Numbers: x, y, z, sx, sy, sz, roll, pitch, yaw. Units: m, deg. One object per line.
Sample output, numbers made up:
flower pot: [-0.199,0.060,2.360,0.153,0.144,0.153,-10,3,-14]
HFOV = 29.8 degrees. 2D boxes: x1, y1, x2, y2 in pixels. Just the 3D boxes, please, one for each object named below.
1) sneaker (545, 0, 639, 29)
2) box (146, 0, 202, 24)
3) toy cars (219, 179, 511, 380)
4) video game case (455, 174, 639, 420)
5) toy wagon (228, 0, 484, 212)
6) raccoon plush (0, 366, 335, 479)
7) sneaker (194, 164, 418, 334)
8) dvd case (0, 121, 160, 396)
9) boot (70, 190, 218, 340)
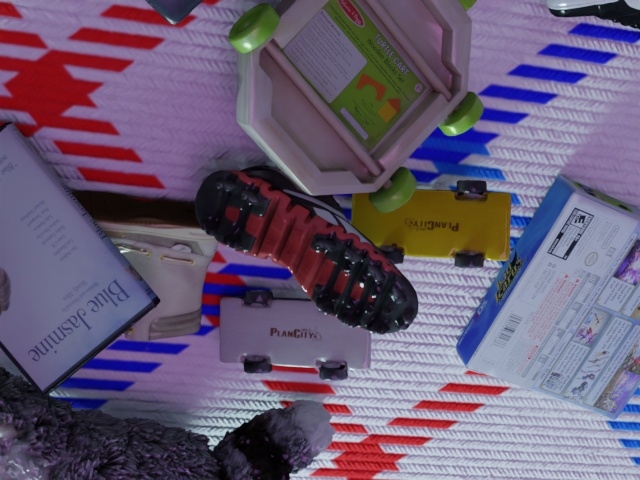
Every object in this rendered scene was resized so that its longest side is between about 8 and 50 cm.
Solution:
sneaker: [0.364,-0.249,1.361,0.216,0.079,0.121,-14,118,-7]
box: [-0.124,-0.531,0.984,0.472,0.297,0.480,-41,118,8]
toy cars: [0.054,0.045,1.437,0.393,0.087,0.176,-39,84,11]
video game case: [0.343,0.079,1.539,0.244,0.061,0.269,21,111,-21]
toy wagon: [0.068,-0.208,1.293,0.344,0.068,0.267,-48,118,-10]
raccoon plush: [-0.237,0.219,1.458,0.446,0.216,0.299,-33,109,-28]
sneaker: [0.000,0.000,1.335,0.276,0.135,0.098,33,119,11]
dvd case: [-0.319,0.024,1.306,0.180,0.022,0.253,-39,93,16]
boot: [-0.228,0.033,1.378,0.213,0.077,0.165,6,118,-16]
